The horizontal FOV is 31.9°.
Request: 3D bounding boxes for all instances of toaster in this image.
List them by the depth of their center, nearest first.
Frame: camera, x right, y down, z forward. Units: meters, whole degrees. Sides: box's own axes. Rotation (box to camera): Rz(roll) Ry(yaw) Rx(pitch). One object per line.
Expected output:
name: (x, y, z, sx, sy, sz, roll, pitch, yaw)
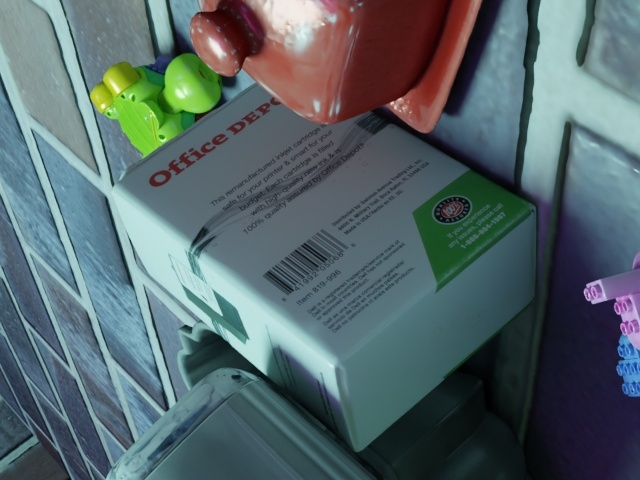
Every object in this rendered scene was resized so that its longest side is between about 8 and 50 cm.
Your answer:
toaster: (-0.027, 0.165, 0.621, 0.146, 0.129, 0.227, 42, 170, 19)

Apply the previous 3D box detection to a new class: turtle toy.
turtle toy: (-0.115, -0.101, 0.846, 0.095, 0.066, 0.130, 55, 156, -6)

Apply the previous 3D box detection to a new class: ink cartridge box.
ink cartridge box: (0.000, 0.000, 0.666, 0.208, 0.153, 0.087, 37, 153, 36)

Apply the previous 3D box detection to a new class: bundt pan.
bundt pan: (0.038, 0.163, 0.850, 0.331, 0.124, 0.331, 40, 153, 26)

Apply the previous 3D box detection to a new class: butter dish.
butter dish: (-0.013, -0.123, 0.564, 0.160, 0.118, 0.160, 47, 156, 17)

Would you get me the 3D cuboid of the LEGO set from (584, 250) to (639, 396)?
LEGO set: (0.161, 0.108, 0.510, 0.087, 0.093, 0.227, 119, 136, -80)
